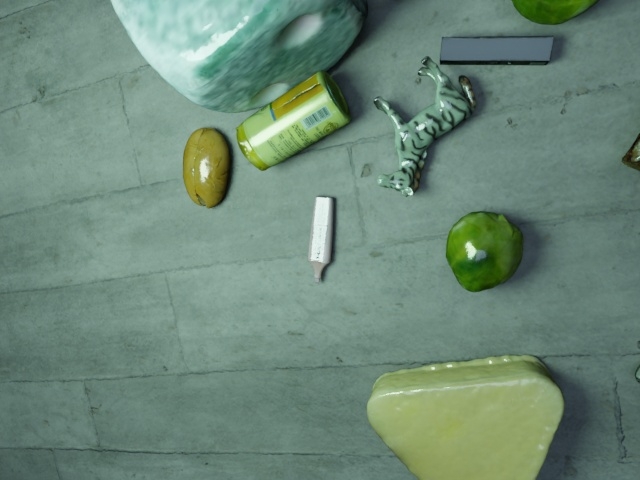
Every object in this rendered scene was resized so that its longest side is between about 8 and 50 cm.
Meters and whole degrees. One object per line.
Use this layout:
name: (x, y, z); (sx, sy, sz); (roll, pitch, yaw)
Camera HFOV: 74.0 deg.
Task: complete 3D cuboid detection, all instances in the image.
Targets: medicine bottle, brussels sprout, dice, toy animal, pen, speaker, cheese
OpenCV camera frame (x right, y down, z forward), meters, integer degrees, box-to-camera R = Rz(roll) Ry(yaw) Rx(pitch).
medicine bottle: (-0.064, -0.242, 0.883); (0.239, 0.124, 0.124); (-25, 91, 19)
brussels sprout: (0.313, 0.021, 0.809); (0.149, 0.122, 0.151); (-38, 86, 21)
dice: (-0.135, -0.453, 0.753); (0.348, 0.330, 0.327); (-27, 90, 21)
toy animal: (0.177, -0.228, 0.835); (0.170, 0.090, 0.255); (35, 109, 4)
pen: (0.000, 0.000, 0.947); (0.053, 0.032, 0.197); (6, 99, 15)
brussels sprout: (0.392, -0.458, 0.698); (0.144, 0.161, 0.180); (-7, 86, -13)
speaker: (0.323, -0.352, 0.791); (0.191, 0.040, 0.046); (7, 103, 15)
cheese: (0.330, 0.378, 0.870); (0.384, 0.104, 0.383); (2, 99, 16)

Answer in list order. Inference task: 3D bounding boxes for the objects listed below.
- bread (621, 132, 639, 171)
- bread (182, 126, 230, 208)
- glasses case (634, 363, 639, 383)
bread: (0.657, -0.280, 0.654); (0.165, 0.113, 0.416); (29, 106, 26)
bread: (-0.268, -0.167, 0.981); (0.114, 0.077, 0.189); (7, 98, 11)
glasses case: (0.732, 0.315, 0.762); (0.299, 0.060, 0.114); (41, 107, 7)
